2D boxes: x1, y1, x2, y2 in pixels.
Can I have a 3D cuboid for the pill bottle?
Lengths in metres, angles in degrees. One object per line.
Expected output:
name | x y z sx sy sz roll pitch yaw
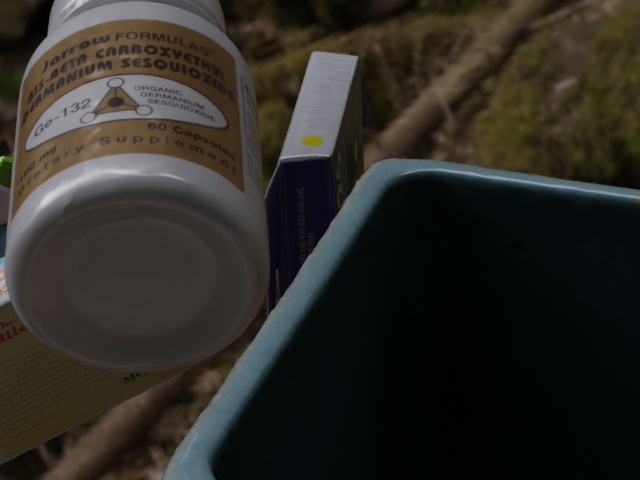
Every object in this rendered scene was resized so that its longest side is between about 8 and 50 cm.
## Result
pill bottle | -0.097 -0.052 0.945 0.131 0.131 0.229 -23 39 14

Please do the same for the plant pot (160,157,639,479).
plant pot | 0.102 0.145 0.626 0.248 0.252 0.247 9 29 15

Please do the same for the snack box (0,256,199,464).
snack box | -0.286 0.111 1.603 0.322 0.187 0.060 -27 47 9

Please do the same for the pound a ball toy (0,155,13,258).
pound a ball toy | -0.436 0.045 1.857 0.319 0.136 0.208 -51 -32 13

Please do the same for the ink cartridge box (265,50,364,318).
ink cartridge box | 0.000 0.000 1.906 0.072 0.303 0.307 3 35 6
